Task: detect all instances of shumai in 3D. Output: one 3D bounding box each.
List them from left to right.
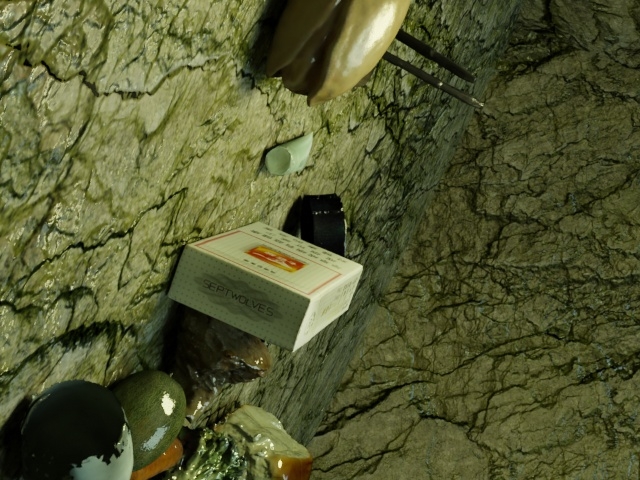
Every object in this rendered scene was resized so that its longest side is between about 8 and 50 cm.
[{"bbox_3d":[-0.184,0.191,1.627,0.176,0.166,0.206,-40,155,1],"label":"shumai"}]

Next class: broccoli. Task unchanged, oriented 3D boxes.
[{"bbox_3d":[-0.251,0.464,1.797,0.304,0.146,0.164,-50,159,-50],"label":"broccoli"}]

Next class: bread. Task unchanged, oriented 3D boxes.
[{"bbox_3d":[-0.150,0.507,2.128,0.279,0.225,0.250,-62,167,2],"label":"bread"}]

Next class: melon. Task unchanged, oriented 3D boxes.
[{"bbox_3d":[-0.253,0.250,1.448,0.114,0.114,0.167,99,18,-51],"label":"melon"}]

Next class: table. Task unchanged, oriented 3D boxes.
[{"bbox_3d":[0.222,-0.401,1.947,0.317,0.249,0.317,-61,167,-24],"label":"table"}]

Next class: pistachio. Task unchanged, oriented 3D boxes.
[{"bbox_3d":[0.034,-0.327,1.482,0.293,0.162,0.181,-63,180,-17],"label":"pistachio"}]

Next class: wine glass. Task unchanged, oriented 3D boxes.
[{"bbox_3d":[-0.299,0.303,1.292,0.321,0.143,0.143,96,21,-49],"label":"wine glass"}]

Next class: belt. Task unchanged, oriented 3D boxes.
[{"bbox_3d":[0.000,0.000,2.033,0.151,0.078,0.198,-110,-161,-57],"label":"belt"}]

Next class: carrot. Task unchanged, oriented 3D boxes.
[{"bbox_3d":[-0.288,0.364,1.656,0.059,0.059,0.248,-69,166,12],"label":"carrot"}]

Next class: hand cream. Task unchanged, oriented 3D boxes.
[{"bbox_3d":[-0.046,-0.145,1.764,0.205,0.050,0.078,-39,148,-75],"label":"hand cream"}]

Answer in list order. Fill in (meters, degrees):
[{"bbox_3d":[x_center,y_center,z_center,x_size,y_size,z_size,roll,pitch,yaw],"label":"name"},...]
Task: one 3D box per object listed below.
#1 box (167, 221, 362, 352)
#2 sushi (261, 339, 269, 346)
[{"bbox_3d":[-0.076,0.063,1.628,0.330,0.210,0.095,-22,134,-74],"label":"box"},{"bbox_3d":[-0.105,0.160,2.114,0.192,0.040,0.210,100,14,-72],"label":"sushi"}]
